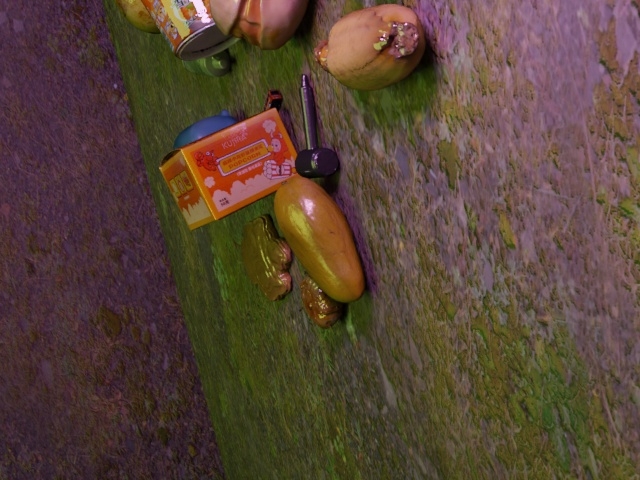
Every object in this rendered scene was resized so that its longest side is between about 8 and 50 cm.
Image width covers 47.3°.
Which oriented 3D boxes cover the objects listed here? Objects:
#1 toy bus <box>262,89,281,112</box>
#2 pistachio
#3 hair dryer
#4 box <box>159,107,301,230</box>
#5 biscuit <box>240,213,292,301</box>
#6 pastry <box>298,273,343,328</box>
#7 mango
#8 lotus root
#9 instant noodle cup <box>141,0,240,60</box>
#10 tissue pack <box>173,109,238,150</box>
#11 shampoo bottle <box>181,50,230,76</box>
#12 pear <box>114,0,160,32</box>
[{"bbox_3d":[-0.130,-0.356,1.936,0.110,0.031,0.043,119,137,-58],"label":"toy bus"},{"bbox_3d":[-0.129,-0.557,1.609,0.230,0.230,0.309,65,158,18],"label":"pistachio"},{"bbox_3d":[-0.015,-0.271,1.724,0.114,0.070,0.248,-172,76,-65],"label":"hair dryer"},{"bbox_3d":[-0.237,-0.188,1.931,0.214,0.283,0.259,63,156,-6],"label":"box"},{"bbox_3d":[-0.173,0.061,2.272,0.376,0.051,0.269,-21,87,65],"label":"biscuit"},{"bbox_3d":[0.004,0.154,1.910,0.153,0.081,0.153,19,112,59],"label":"pastry"},{"bbox_3d":[-0.003,-0.001,1.754,0.332,0.142,0.195,65,161,1],"label":"mango"},{"bbox_3d":[0.098,-0.351,1.329,0.303,0.131,0.146,11,92,62],"label":"lotus root"},{"bbox_3d":[-0.319,-0.616,1.906,0.214,0.296,0.296,64,156,0],"label":"instant noodle cup"},{"bbox_3d":[-0.337,-0.273,2.224,0.287,0.198,0.206,-6,101,68],"label":"tissue pack"},{"bbox_3d":[-0.338,-0.539,2.201,0.262,0.085,0.085,28,129,57],"label":"shampoo bottle"},{"bbox_3d":[-0.502,-0.764,2.201,0.283,0.283,0.284,44,143,48],"label":"pear"}]
